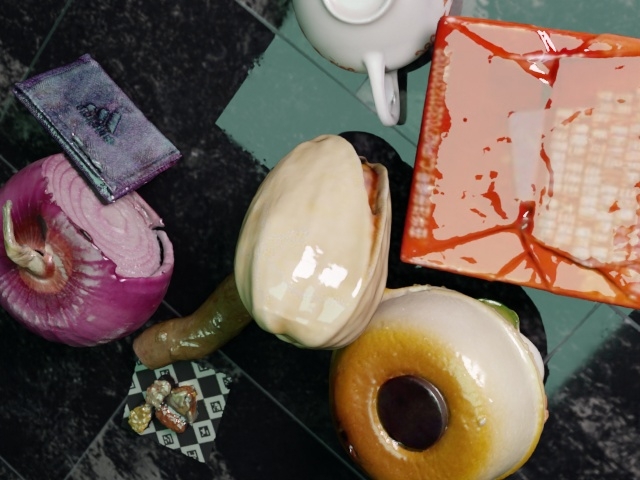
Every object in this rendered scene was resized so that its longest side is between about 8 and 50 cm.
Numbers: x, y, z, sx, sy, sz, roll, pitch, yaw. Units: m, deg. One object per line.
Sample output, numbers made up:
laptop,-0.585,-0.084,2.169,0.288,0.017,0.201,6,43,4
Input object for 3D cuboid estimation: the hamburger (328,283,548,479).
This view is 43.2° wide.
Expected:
hamburger,0.111,0.156,0.814,0.237,0.147,0.237,5,100,28

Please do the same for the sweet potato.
sweet potato,-0.091,0.067,0.902,0.281,0.059,0.067,-34,98,20

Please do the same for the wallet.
wallet,-0.244,-0.127,0.893,0.166,0.111,0.030,49,136,3

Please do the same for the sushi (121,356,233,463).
sushi,-0.179,0.199,0.968,0.126,0.026,0.120,19,103,12

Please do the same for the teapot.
teapot,0.050,-0.234,0.793,0.159,0.116,0.245,-2,105,6

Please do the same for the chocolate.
chocolate,0.211,-0.078,0.764,0.235,0.108,0.237,10,103,14

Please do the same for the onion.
onion,-0.277,0.022,0.896,0.207,0.200,0.200,32,109,-20

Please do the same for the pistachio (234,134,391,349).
pistachio,0.000,0.000,0.787,0.157,0.157,0.229,4,58,16
